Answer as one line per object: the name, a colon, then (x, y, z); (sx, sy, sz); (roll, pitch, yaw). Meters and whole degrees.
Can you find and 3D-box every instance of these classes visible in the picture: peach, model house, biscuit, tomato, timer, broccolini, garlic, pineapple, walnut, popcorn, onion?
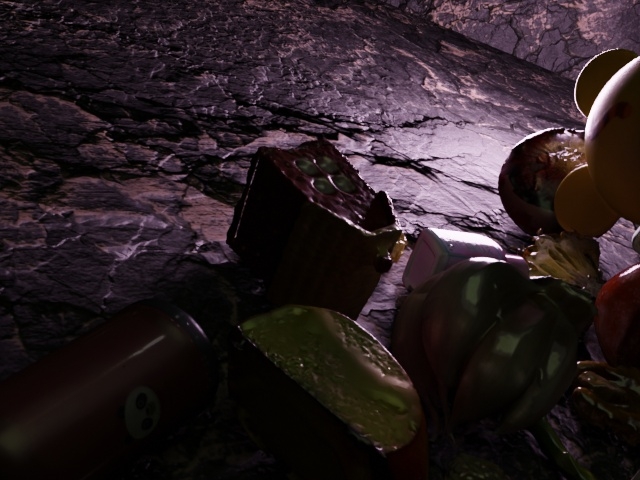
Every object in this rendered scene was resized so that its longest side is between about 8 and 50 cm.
peach: (0.025, 0.193, 0.826); (0.267, 0.158, 0.154); (35, 43, 24)
model house: (0.000, 0.000, 1.084); (0.160, 0.196, 0.254); (-7, 43, -39)
biscuit: (0.163, 0.314, 0.816); (0.082, 0.070, 0.168); (19, 32, 13)
tomato: (0.535, 0.118, 1.211); (0.201, 0.233, 0.139); (0, 24, -25)
timer: (0.620, -0.181, 1.341); (0.376, 0.376, 0.387); (-7, 7, -39)
broccolini: (0.324, 0.250, 1.006); (0.079, 0.074, 0.392); (-8, 40, -29)
garlic: (0.221, 0.141, 1.011); (0.292, 0.210, 0.237); (-27, 75, -24)
pineapple: (0.431, 0.075, 1.342); (0.236, 0.114, 0.186); (-23, 52, -37)
walnut: (0.448, 0.245, 1.101); (0.170, 0.069, 0.143); (22, 32, 3)
popcorn: (0.107, 0.002, 1.280); (0.082, 0.057, 0.083); (-17, 51, -38)
onion: (0.514, -0.097, 1.591); (0.272, 0.195, 0.272); (-3, 61, 5)

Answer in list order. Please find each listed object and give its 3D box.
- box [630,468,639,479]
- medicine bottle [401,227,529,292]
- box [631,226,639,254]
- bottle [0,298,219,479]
box: (0.442, 0.350, 0.900); (0.048, 0.100, 0.152); (-4, 39, -32)
medicine bottle: (0.243, 0.055, 1.220); (0.188, 0.119, 0.094); (7, 30, -22)
box: (0.799, -0.018, 1.515); (0.175, 0.311, 0.182); (21, 39, -2)
bottle: (-0.249, 0.178, 0.692); (0.144, 0.144, 0.336); (33, 32, 18)
